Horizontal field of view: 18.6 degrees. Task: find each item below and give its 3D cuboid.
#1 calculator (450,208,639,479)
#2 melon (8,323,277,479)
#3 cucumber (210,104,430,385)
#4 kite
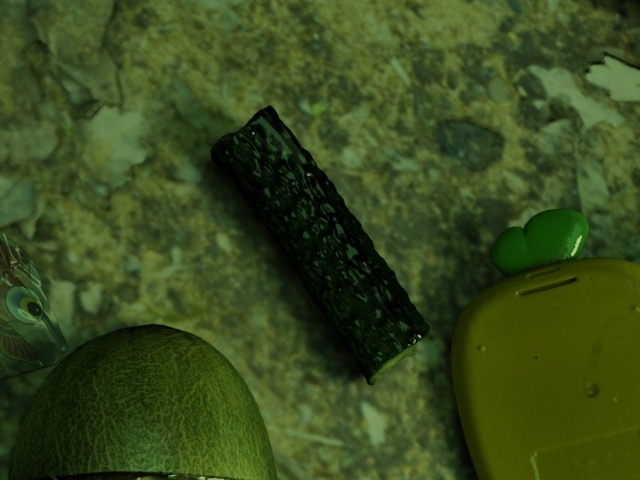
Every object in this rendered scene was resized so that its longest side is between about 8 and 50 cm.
[{"bbox_3d":[0.156,0.090,1.199,0.146,0.032,0.235,-16,69,9],"label":"calculator"},{"bbox_3d":[-0.093,0.098,1.110,0.160,0.079,0.128,4,64,-19],"label":"melon"},{"bbox_3d":[0.000,0.000,1.215,0.058,0.058,0.187,-25,73,-30],"label":"cucumber"},{"bbox_3d":[-0.260,0.055,1.109,0.229,0.016,0.127,-26,72,-33],"label":"kite"}]
